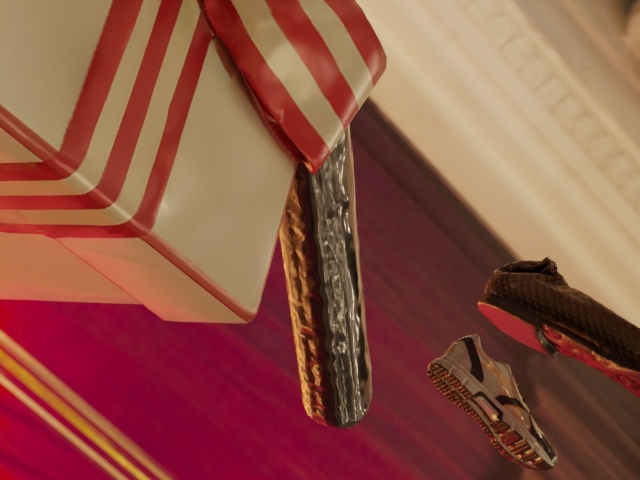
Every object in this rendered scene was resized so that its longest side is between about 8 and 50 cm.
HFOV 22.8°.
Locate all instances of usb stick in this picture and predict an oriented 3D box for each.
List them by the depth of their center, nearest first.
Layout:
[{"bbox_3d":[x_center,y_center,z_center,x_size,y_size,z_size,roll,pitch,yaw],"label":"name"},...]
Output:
[{"bbox_3d":[0.000,0.000,0.891,0.045,0.278,0.077,-4,-134,3],"label":"usb stick"}]

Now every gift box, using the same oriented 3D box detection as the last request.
[{"bbox_3d":[-0.130,-0.136,0.629,0.258,0.255,0.276,2,-110,32],"label":"gift box"}]

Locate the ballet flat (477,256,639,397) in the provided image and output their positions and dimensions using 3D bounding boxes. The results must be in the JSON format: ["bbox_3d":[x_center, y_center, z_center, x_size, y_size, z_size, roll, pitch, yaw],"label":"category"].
[{"bbox_3d":[0.221,0.075,1.077,0.250,0.084,0.058,26,-108,30],"label":"ballet flat"}]

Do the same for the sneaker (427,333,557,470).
[{"bbox_3d":[0.122,0.107,1.052,0.044,0.109,0.040,-47,-171,-29],"label":"sneaker"}]
